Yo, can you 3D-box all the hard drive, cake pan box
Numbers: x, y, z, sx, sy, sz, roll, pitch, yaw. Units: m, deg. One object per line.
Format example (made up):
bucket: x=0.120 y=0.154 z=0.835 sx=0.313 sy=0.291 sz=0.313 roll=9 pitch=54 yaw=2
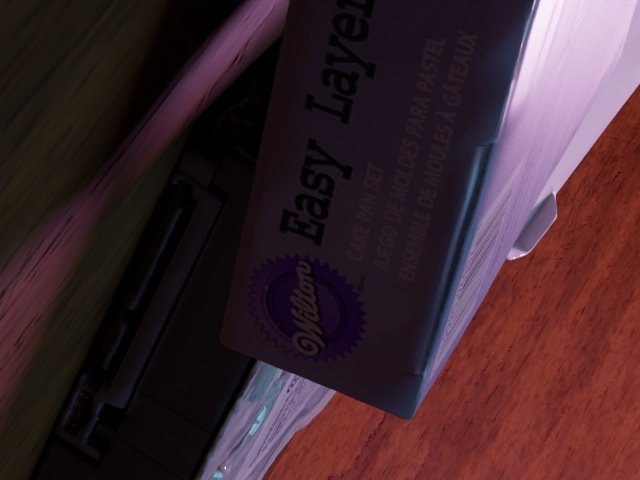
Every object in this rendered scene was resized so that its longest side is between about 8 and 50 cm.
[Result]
hard drive: x=0.000 y=0.000 z=0.844 sx=0.237 sy=0.064 sz=0.339 roll=-63 pitch=171 yaw=31
cake pan box: x=0.063 y=-0.113 z=0.575 sx=0.246 sy=0.070 sz=0.267 roll=-52 pitch=160 yaw=-51

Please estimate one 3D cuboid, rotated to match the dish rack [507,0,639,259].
dish rack: x=0.145 y=-0.086 z=1.368 sx=0.333 sy=0.072 sz=0.285 roll=-54 pitch=161 yaw=27
